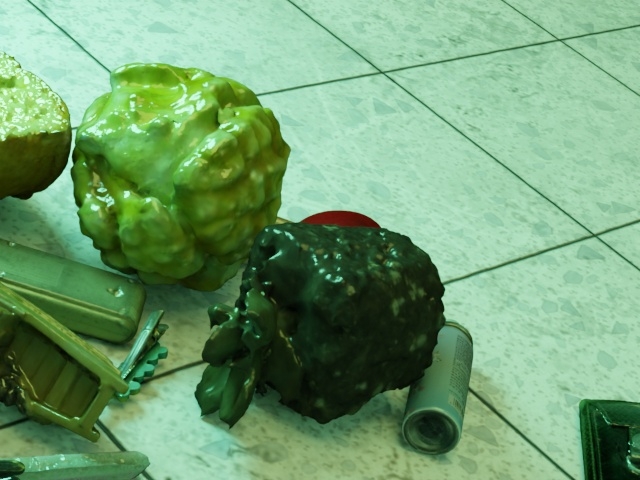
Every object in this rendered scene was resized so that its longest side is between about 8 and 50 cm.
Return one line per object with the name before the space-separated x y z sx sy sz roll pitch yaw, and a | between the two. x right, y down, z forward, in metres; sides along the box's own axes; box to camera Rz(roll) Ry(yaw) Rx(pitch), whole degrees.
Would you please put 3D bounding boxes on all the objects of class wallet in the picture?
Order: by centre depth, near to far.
wallet | 0.409 0.290 2.075 0.160 0.055 0.236 10 33 -2

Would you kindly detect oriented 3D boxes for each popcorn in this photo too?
popcorn | -0.180 -0.095 2.128 0.274 0.279 0.335 50 39 -33

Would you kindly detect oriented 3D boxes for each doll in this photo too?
doll | 0.000 0.000 2.272 0.217 0.085 0.183 4 29 9

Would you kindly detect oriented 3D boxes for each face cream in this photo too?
face cream | 0.152 0.176 2.087 0.075 0.075 0.229 19 31 0

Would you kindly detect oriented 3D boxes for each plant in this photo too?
plant | -0.023 0.099 1.974 0.312 0.215 0.213 -11 34 -31

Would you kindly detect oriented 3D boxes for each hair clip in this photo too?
hair clip | -0.217 0.146 1.963 0.049 0.049 0.173 24 37 7

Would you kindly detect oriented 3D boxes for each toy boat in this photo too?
toy boat | -0.409 0.079 1.842 0.445 0.136 0.162 30 0 9

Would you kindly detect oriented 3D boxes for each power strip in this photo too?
power strip | -0.406 0.040 2.010 0.387 0.066 0.092 18 33 -7

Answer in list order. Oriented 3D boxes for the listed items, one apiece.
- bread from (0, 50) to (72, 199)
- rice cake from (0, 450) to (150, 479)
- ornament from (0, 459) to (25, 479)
bread | -0.467 -0.140 2.139 0.340 0.179 0.194 35 38 30
rice cake | -0.284 0.248 1.779 0.208 0.033 0.033 -1 38 -30
ornament | -0.350 0.314 1.597 0.202 0.080 0.236 -7 42 -29
